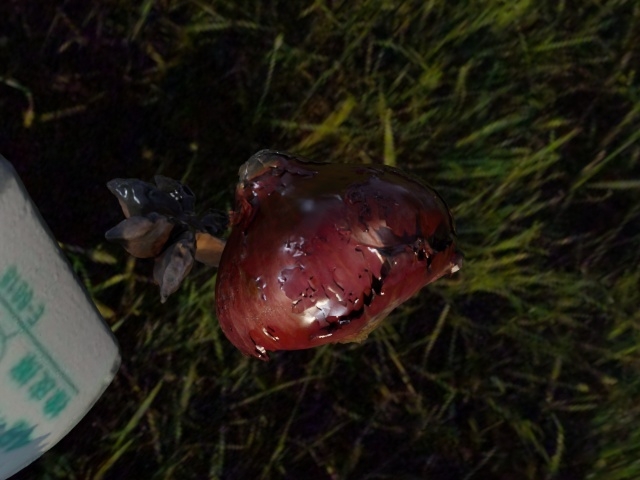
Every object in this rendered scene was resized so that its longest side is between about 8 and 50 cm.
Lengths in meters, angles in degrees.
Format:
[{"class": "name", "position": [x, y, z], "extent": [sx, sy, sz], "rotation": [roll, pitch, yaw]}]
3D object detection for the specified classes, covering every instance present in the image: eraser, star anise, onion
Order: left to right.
[{"class": "eraser", "position": [-0.262, 0.069, 0.721], "extent": [0.189, 0.290, 0.104], "rotation": [-39, 65, -16]}, {"class": "star anise", "position": [-0.166, -0.018, 1.135], "extent": [0.172, 0.063, 0.208], "rotation": [52, 30, 15]}, {"class": "onion", "position": [0.000, 0.000, 0.684], "extent": [0.184, 0.184, 0.147], "rotation": [-42, 105, -42]}]
